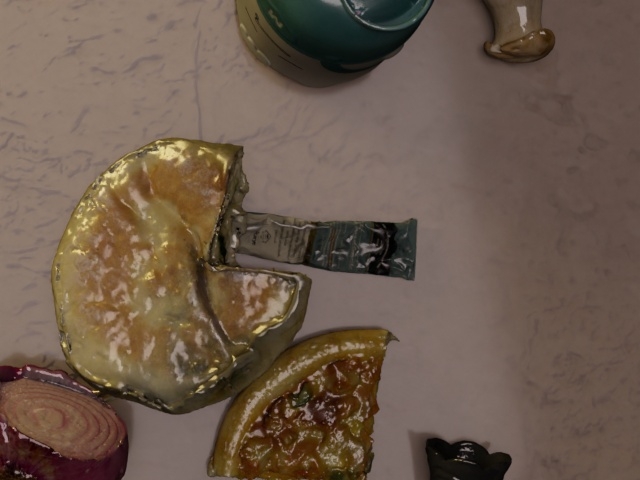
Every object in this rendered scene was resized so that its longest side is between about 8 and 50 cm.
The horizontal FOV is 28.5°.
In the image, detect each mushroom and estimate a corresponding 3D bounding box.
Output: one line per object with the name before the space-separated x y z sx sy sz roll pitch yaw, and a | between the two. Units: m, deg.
mushroom | 0.232 -0.325 1.581 0.097 0.088 0.213 -12 98 3

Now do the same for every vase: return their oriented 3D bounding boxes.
vase | 0.164 0.375 1.570 0.115 0.115 0.238 9 95 -7

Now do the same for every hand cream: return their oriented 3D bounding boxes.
hand cream | 0.000 -0.001 1.581 0.247 0.052 0.075 5 112 -12

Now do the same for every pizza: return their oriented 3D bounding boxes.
pizza | -0.005 0.229 1.568 0.292 0.058 0.197 -34 95 -5

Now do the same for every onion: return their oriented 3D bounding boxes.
onion | -0.339 0.255 1.477 0.207 0.200 0.201 19 88 -33

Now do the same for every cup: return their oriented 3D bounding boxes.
cup | 0.002 -0.334 1.474 0.219 0.257 0.290 -37 94 -10

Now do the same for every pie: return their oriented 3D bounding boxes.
pie | -0.179 0.042 1.508 0.337 0.075 0.338 -2 82 12
